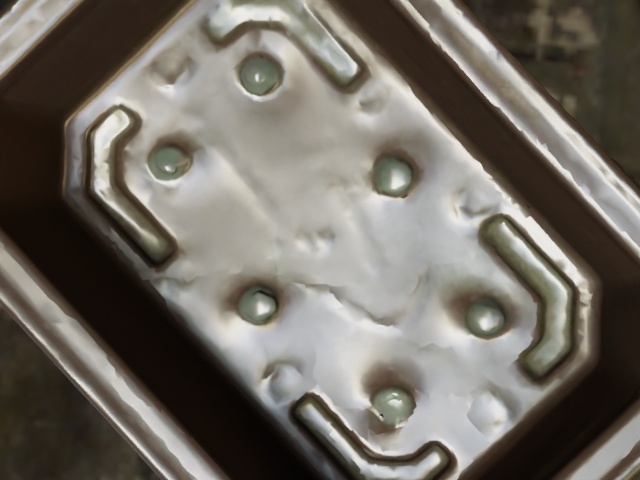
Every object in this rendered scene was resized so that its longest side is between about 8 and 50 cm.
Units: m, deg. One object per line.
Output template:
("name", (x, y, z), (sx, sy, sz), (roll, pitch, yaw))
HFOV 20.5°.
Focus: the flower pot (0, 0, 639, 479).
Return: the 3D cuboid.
("flower pot", (0.000, 0.000, 0.605), (0.179, 0.251, 0.084), (-43, -3, 3))
